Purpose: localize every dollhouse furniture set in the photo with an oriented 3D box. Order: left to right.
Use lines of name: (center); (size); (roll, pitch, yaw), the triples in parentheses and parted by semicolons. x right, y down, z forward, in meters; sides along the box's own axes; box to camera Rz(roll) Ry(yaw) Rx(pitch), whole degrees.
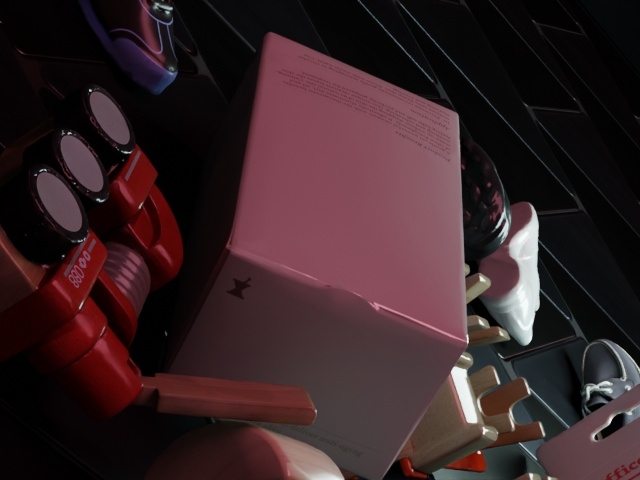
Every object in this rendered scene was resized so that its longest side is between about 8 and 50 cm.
dollhouse furniture set: (0.102, 0.162, 1.664); (0.259, 0.135, 0.262); (25, 45, -68)

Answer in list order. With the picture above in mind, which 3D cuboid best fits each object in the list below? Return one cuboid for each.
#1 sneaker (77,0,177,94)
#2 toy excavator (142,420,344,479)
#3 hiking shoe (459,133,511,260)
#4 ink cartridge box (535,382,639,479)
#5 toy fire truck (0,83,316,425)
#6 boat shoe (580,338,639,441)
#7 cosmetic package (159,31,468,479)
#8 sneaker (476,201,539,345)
sneaker: (-0.167, -0.244, 1.660); (0.081, 0.090, 0.232); (11, 50, -63)
toy excavator: (0.060, 0.324, 1.119); (0.222, 0.445, 0.432); (28, 63, -55)
hiking shoe: (0.108, -0.035, 1.815); (0.132, 0.113, 0.304); (51, -8, -29)
ink cartridge box: (0.381, 0.296, 1.881); (0.119, 0.207, 0.353); (57, 1, -36)
toy fire truck: (-0.128, 0.037, 1.261); (0.246, 0.158, 0.217); (54, 20, -17)
boat shoe: (0.341, 0.191, 2.216); (0.065, 0.075, 0.206); (43, 30, -42)
cosmetic package: (0.000, 0.000, 1.514); (0.197, 0.155, 0.365); (24, 31, -9)
sneaker: (0.223, 0.040, 2.186); (0.094, 0.080, 0.212); (61, 24, -27)
